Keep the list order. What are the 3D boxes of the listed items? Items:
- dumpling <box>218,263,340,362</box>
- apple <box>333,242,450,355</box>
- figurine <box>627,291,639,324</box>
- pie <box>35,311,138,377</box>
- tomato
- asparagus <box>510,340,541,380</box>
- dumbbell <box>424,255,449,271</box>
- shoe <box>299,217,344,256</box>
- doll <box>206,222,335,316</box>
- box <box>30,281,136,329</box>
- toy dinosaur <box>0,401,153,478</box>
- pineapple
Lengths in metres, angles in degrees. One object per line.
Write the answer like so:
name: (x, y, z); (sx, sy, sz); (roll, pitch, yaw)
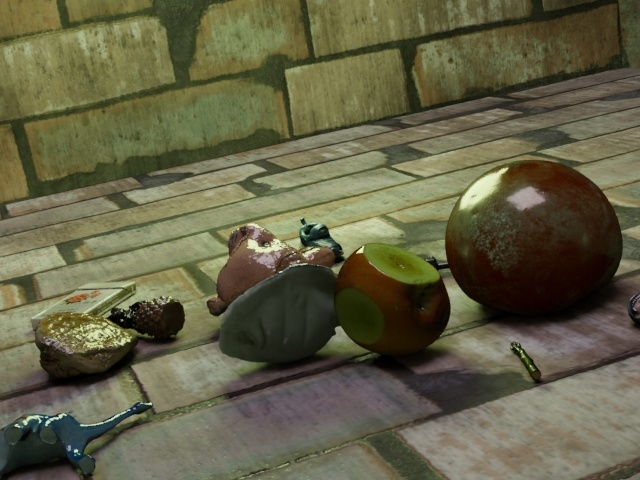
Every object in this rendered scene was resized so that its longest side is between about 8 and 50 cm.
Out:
dumpling: (-0.053, 0.102, 1.526); (0.219, 0.153, 0.108); (-18, 16, -15)
apple: (0.108, 0.085, 1.472); (0.146, 0.163, 0.147); (-22, 24, -37)
figurine: (0.470, 0.099, 1.416); (0.060, 0.047, 0.106); (-30, 23, -11)
pie: (-0.377, 0.166, 1.652); (0.163, 0.079, 0.193); (0, 14, -3)
tomato: (0.325, -0.014, 1.595); (0.270, 0.223, 0.270); (-11, 12, 2)
asparagus: (0.274, 0.159, 1.375); (0.015, 0.018, 0.127); (-49, 10, 7)
dumbbell: (0.223, 0.043, 1.802); (0.083, 0.040, 0.036); (-8, -15, 3)
shoe: (0.000, 0.000, 2.038); (0.063, 0.071, 0.143); (-16, 21, -19)
doll: (-0.084, 0.034, 1.804); (0.201, 0.156, 0.303); (-25, 4, 18)
box: (-0.447, 0.121, 1.949); (0.109, 0.029, 0.198); (-3, 17, 24)
toy dinosaur: (-0.365, 0.257, 1.310); (0.329, 0.076, 0.144); (-12, 8, -18)
pineapple: (-0.304, 0.133, 1.750); (0.159, 0.074, 0.074); (-6, 14, 37)
